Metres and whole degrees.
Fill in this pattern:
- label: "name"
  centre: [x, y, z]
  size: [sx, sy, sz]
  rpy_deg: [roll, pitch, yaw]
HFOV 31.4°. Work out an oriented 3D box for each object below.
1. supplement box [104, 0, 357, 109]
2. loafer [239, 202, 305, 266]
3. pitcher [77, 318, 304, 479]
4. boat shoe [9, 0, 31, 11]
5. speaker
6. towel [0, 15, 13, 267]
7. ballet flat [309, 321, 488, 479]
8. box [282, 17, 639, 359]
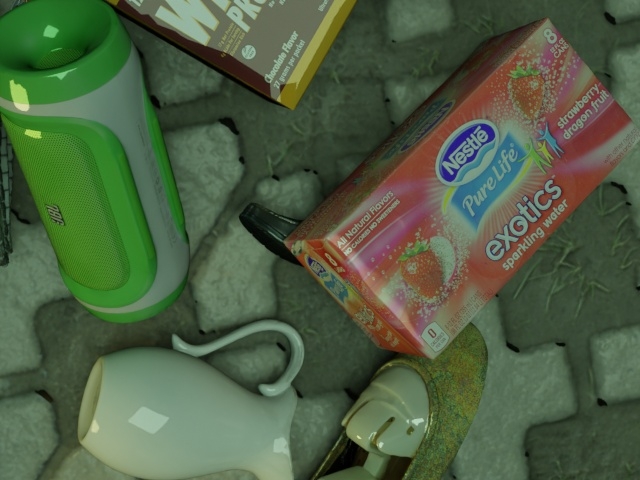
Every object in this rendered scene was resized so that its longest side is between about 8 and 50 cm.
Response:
- label: "supplement box"
  centre: [-0.083, -0.221, 1.016]
  size: [0.191, 0.194, 0.129]
  rpy_deg: [30, 94, -11]
- label: "loafer"
  centre: [0.000, 0.000, 1.135]
  size: [0.170, 0.062, 0.061]
  rpy_deg: [29, 79, -17]
- label: "pitcher"
  centre: [-0.120, 0.150, 1.115]
  size: [0.207, 0.125, 0.178]
  rpy_deg: [15, 75, -20]
- label: "boat shoe"
  centre: [-0.241, -0.191, 1.014]
  size: [0.066, 0.183, 0.066]
  rpy_deg: [19, 65, 11]
- label: "speaker"
  centre: [-0.195, -0.061, 0.991]
  size: [0.131, 0.131, 0.296]
  rpy_deg: [-14, 137, -6]
- label: "towel"
  centre: [-0.404, -0.110, 1.027]
  size: [0.235, 0.121, 0.284]
  rpy_deg: [-4, 99, -8]
- label: "ballet flat"
  centre: [0.047, 0.226, 1.132]
  size: [0.123, 0.123, 0.348]
  rpy_deg: [29, 96, -11]
- label: "box"
  centre: [0.131, -0.049, 1.069]
  size: [0.300, 0.142, 0.154]
  rpy_deg: [-44, 101, -13]
